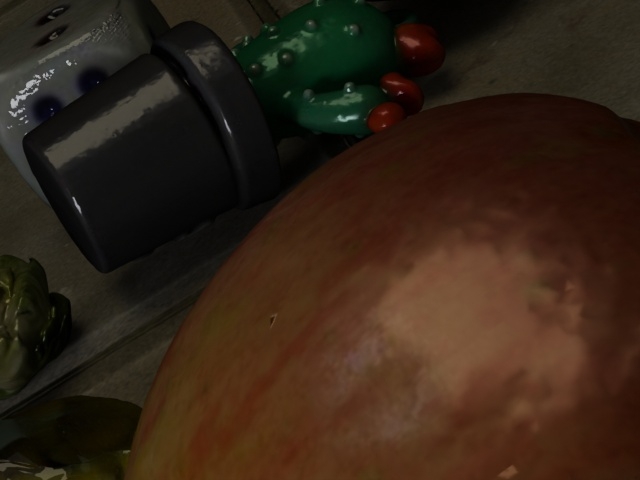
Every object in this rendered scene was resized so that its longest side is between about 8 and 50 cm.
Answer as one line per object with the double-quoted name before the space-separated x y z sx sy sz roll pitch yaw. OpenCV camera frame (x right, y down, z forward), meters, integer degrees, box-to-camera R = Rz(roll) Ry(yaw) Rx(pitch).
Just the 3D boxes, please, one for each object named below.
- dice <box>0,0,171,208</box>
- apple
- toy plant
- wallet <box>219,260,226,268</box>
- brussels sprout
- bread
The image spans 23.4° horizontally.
"dice" -0.236 -0.151 1.645 0.194 0.193 0.192 -26 26 9
"apple" 0.089 0.125 0.659 0.364 0.364 0.364 -25 27 14
"toy plant" -0.073 -0.129 1.457 0.400 0.185 0.279 -31 4 -15
"wallet" 0.000 0.000 1.320 0.176 0.026 0.095 -34 32 -1
"brussels sprout" -0.289 0.090 1.403 0.139 0.100 0.181 -42 28 3
"bread" -0.191 0.174 1.119 0.233 0.088 0.161 -12 27 -11
